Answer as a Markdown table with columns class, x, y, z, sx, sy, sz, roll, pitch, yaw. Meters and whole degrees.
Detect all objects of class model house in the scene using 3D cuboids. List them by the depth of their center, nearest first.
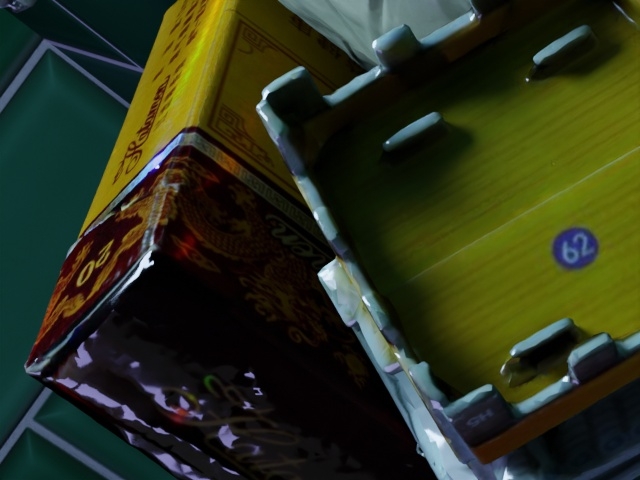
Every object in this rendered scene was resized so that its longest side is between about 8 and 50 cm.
| class | x | y | z | sx | sy | sz | roll | pitch | yaw |
| --- | --- | --- | --- | --- | --- | --- | --- | --- | --- |
| model house | 0.111 | 0.005 | 0.832 | 0.198 | 0.224 | 0.215 | 60 | -177 | 33 |

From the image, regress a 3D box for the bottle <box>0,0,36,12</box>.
| class | x | y | z | sx | sy | sz | roll | pitch | yaw |
| --- | --- | --- | --- | --- | --- | --- | --- | --- | --- |
| bottle | -0.342 | -0.280 | 1.409 | 0.229 | 0.229 | 0.352 | 31 | 173 | 42 |

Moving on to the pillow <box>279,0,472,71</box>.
| class | x | y | z | sx | sy | sz | roll | pitch | yaw |
| --- | --- | --- | --- | --- | --- | --- | --- | --- | --- |
| pillow | 0.062 | -0.116 | 1.034 | 0.274 | 0.076 | 0.281 | 36 | 176 | -27 |

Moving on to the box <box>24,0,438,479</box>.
| class | x | y | z | sx | sy | sz | roll | pitch | yaw |
| --- | --- | --- | --- | --- | --- | --- | --- | --- | --- |
| box | 0.000 | 0.000 | 1.107 | 0.264 | 0.116 | 0.415 | 38 | -150 | -18 |
